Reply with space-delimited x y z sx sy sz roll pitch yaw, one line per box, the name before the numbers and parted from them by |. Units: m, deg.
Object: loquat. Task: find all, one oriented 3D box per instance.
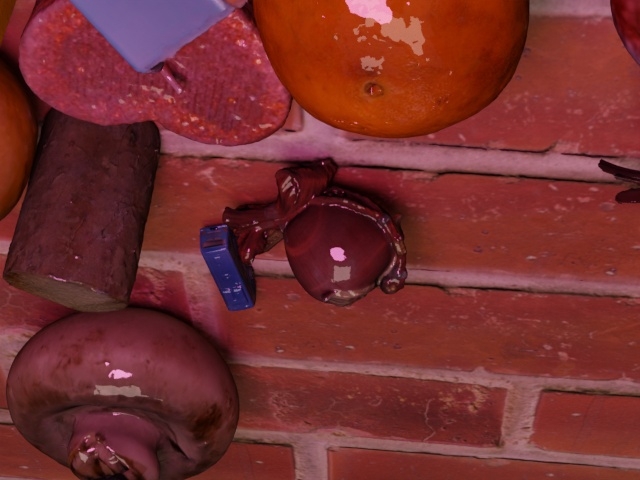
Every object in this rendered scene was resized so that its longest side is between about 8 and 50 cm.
loquat | -0.465 -0.121 1.383 0.263 0.263 0.263 4 141 4

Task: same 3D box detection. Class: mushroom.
mushroom | -0.308 0.271 1.807 0.362 0.294 0.362 3 142 3

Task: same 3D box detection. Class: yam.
yam | -0.294 -0.037 1.469 0.161 0.268 0.161 5 152 3

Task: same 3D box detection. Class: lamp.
lamp | 0.008 -0.001 1.559 0.215 0.151 0.223 -41 78 36

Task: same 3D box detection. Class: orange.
orange | 0.069 -0.233 1.189 0.284 0.226 0.284 8 140 7

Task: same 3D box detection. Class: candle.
candle | -0.168 -0.232 1.304 0.317 0.131 0.287 12 138 -7

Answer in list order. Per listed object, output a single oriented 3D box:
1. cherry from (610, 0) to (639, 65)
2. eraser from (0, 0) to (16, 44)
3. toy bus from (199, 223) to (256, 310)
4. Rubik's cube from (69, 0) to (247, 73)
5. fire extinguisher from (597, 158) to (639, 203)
cherry | 0.427 -0.244 1.031 0.326 0.335 0.291 44 158 -14
eraser | -0.392 -0.264 1.299 0.097 0.122 0.045 2 142 8
toy bus | -0.132 0.040 1.682 0.051 0.061 0.153 -8 137 10
Rubik's cube | -0.078 -0.398 0.863 0.346 0.347 0.344 -26 118 34
fire extinguisher | 0.404 -0.148 1.339 0.147 0.106 0.337 15 142 15
